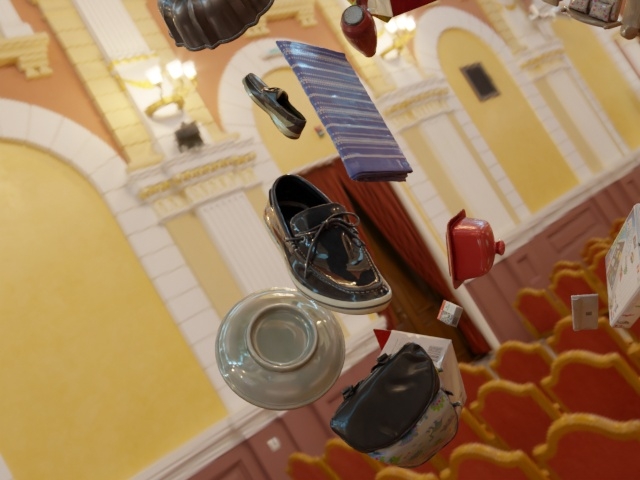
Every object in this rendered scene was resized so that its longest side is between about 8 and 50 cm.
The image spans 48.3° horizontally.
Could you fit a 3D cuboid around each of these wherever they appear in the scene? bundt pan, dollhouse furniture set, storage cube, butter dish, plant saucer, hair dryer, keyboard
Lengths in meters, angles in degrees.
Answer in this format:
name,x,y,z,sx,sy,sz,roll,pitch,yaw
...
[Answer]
name,x,y,z,sx,sy,sz,roll,pitch,yaw
bundt pan,-0.274,-0.641,1.800,0.331,0.331,0.124,-31,-40,5
dollhouse furniture set,0.602,-0.598,1.532,0.174,0.355,0.303,-25,-46,-26
storage cube,0.219,-0.742,1.977,0.193,0.183,0.215,-25,30,-15
butter dish,0.353,0.017,1.597,0.118,0.160,0.160,-1,14,27
plant saucer,-0.117,0.305,2.154,0.400,0.400,0.100,-29,-23,-22
hair dryer,0.106,-0.557,1.667,0.223,0.080,0.293,-59,-27,-44
keyboard,0.776,0.213,2.094,0.072,0.014,0.256,-11,-31,15

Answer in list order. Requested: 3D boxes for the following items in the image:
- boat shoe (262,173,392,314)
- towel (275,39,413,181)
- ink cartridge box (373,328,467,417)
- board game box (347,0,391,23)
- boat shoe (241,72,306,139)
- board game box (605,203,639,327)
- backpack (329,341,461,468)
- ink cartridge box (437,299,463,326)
name,x,y,z,sx,sy,sz,roll,pitch,yaw
boat shoe,0.000,0.000,1.661,0.187,0.500,0.156,-12,-54,-23
towel,0.053,-0.264,1.488,0.040,0.336,0.243,-37,-16,32
ink cartridge box,0.301,0.439,2.292,0.272,0.309,0.130,6,47,31
board game box,0.146,-0.749,2.246,0.181,0.092,0.043,5,-51,-49
boat shoe,-0.114,-0.363,1.859,0.073,0.223,0.080,-47,-15,31
board game box,0.729,0.068,1.670,0.053,0.193,0.305,2,-24,10
backpack,0.206,0.430,1.779,0.290,0.273,0.355,-44,-13,-6
ink cartridge box,0.391,0.221,2.208,0.115,0.029,0.063,26,97,67
